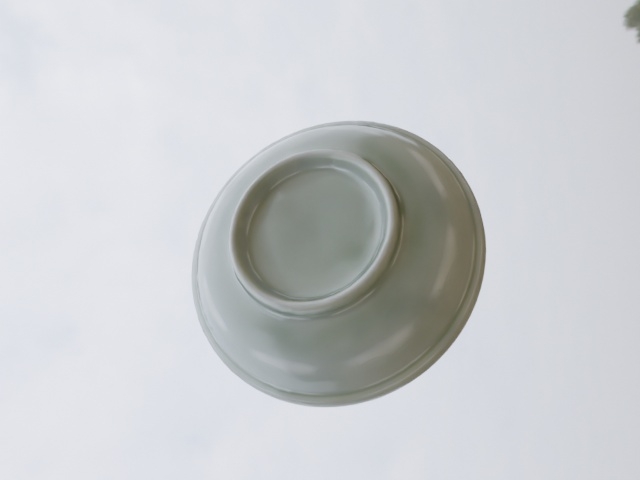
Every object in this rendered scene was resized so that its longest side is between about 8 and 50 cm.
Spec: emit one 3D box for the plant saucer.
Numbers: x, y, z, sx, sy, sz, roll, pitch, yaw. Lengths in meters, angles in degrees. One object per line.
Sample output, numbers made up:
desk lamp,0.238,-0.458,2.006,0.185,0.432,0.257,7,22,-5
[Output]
plant saucer,0.000,0.000,0.702,0.100,0.400,0.400,51,-139,-62
